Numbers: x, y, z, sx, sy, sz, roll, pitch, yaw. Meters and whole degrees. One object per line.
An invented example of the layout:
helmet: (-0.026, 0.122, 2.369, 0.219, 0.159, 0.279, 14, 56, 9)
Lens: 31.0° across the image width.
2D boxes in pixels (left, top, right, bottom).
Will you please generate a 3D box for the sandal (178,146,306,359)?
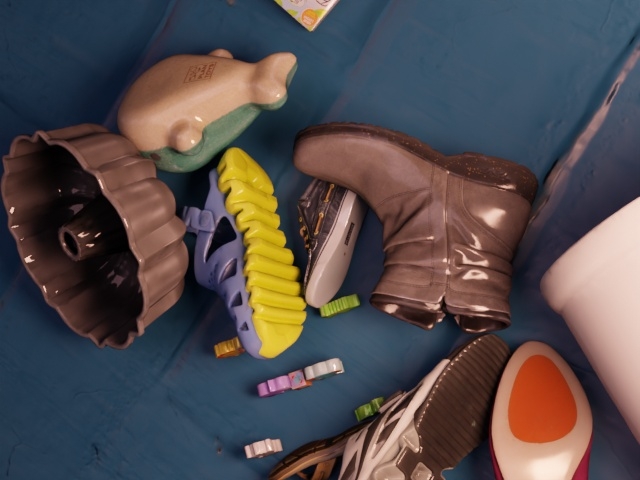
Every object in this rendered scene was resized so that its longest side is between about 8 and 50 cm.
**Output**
sandal: (-0.114, 0.031, 1.586, 0.138, 0.126, 0.317, -31, 52, 22)

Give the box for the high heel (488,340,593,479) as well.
high heel: (0.267, 0.320, 1.407, 0.127, 0.181, 0.377, 1, 59, 6)

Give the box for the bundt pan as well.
bundt pan: (-0.305, -0.017, 1.626, 0.331, 0.124, 0.331, 26, 130, 36)

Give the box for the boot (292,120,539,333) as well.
boot: (0.095, -0.016, 1.465, 0.338, 0.118, 0.223, 13, 74, 18)

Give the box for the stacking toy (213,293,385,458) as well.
stacking toy: (-0.028, 0.186, 1.568, 0.221, 0.052, 0.167, -23, 73, 19)

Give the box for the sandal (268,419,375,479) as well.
sandal: (0.010, 0.291, 1.533, 0.180, 0.072, 0.049, -25, 94, 15)

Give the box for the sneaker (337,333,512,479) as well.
sneaker: (0.109, 0.240, 1.437, 0.330, 0.122, 0.146, -48, 27, -20)

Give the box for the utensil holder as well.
utensil holder: (0.469, 0.129, 1.207, 0.327, 0.327, 0.385, -34, 72, 16)

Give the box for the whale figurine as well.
whale figurine: (-0.150, -0.181, 1.626, 0.272, 0.141, 0.216, -11, 40, 23)

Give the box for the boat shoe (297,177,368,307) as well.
boat shoe: (0.000, 0.000, 1.578, 0.083, 0.065, 0.183, 15, 76, 30)

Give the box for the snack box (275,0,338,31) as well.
snack box: (-0.004, -0.382, 1.637, 0.100, 0.037, 0.141, 41, 100, -2)
